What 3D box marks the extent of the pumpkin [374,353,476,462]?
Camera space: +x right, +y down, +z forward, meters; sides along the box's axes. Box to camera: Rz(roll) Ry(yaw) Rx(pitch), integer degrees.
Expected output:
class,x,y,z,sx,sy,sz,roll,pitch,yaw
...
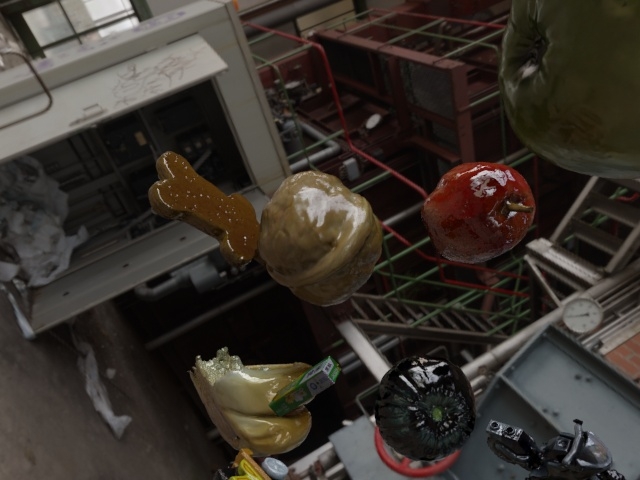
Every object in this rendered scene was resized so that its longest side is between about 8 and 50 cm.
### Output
class,x,y,z,sx,sy,sz,roll,pitch,yaw
pumpkin,0.200,0.318,0.955,0.201,0.202,0.140,62,-13,2

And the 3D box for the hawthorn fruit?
class,x,y,z,sx,sy,sz,roll,pitch,yaw
hawthorn fruit,0.432,-0.075,1.298,0.287,0.287,0.330,65,-16,-8

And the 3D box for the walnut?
class,x,y,z,sx,sy,sz,roll,pitch,yaw
walnut,0.000,0.000,1.126,0.296,0.285,0.285,50,-5,-28

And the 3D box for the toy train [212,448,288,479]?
class,x,y,z,sx,sy,sz,roll,pitch,yaw
toy train,-0.083,0.365,0.666,0.127,0.089,0.219,26,0,-45

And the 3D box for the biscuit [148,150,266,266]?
class,x,y,z,sx,sy,sz,roll,pitch,yaw
biscuit,-0.237,-0.036,1.261,0.432,0.064,0.283,34,25,-28

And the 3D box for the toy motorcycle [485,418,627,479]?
class,x,y,z,sx,sy,sz,roll,pitch,yaw
toy motorcycle,0.455,0.420,0.982,0.271,0.106,0.159,9,-51,41

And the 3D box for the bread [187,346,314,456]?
class,x,y,z,sx,sy,sz,roll,pitch,yaw
bread,-0.185,0.418,1.291,0.424,0.329,0.245,-27,-131,62

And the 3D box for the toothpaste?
class,x,y,z,sx,sy,sz,roll,pitch,yaw
toothpaste,-0.032,0.282,0.956,0.037,0.043,0.178,47,-55,-1

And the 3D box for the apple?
class,x,y,z,sx,sy,sz,roll,pitch,yaw
apple,0.522,-0.313,0.787,0.473,0.474,0.473,58,-13,22
